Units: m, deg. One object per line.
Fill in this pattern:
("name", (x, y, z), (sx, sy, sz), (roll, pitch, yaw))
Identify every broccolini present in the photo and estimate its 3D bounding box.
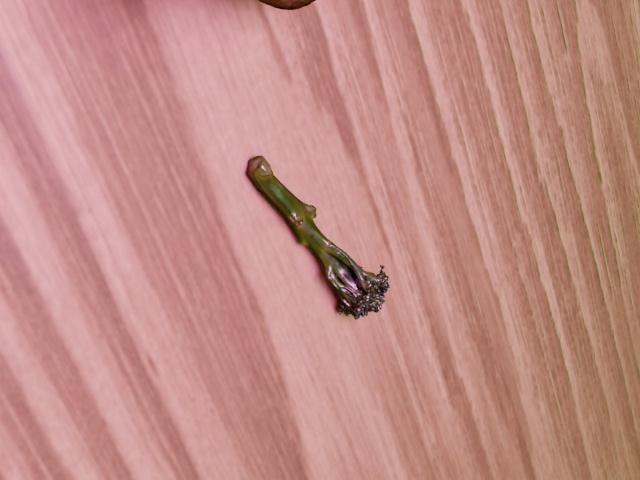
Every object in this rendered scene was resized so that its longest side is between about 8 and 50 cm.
("broccolini", (-0.002, 0.002, 0.958), (0.216, 0.067, 0.058), (50, 25, -35))

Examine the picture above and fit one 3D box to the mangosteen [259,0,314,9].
("mangosteen", (-0.039, -0.312, 0.726), (0.297, 0.297, 0.293), (-40, 127, -32))
